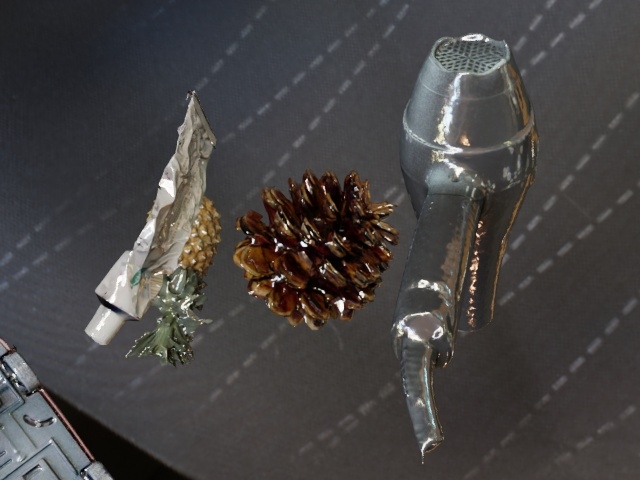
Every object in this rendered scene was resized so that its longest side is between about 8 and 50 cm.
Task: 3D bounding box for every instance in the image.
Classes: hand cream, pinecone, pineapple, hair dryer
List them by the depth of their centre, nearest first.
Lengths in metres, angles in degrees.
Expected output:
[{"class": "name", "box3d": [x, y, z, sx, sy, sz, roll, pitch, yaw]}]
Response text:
[{"class": "hair dryer", "box3d": [0.073, 0.029, 0.516, 0.272, 0.091, 0.236, -63, 155, -45]}, {"class": "hand cream", "box3d": [-0.157, -0.018, 0.811, 0.257, 0.050, 0.084, -67, 156, -21]}, {"class": "pinecone", "box3d": [0.000, 0.000, 1.114, 0.221, 0.221, 0.221, -29, 150, -19]}, {"class": "pineapple", "box3d": [-0.202, 0.058, 1.189, 0.125, 0.251, 0.125, 4, 157, 2]}]

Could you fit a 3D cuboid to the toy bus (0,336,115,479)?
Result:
[{"class": "toy bus", "box3d": [-0.529, 0.386, 1.488, 0.203, 0.427, 0.233, -36, -176, -23]}]
